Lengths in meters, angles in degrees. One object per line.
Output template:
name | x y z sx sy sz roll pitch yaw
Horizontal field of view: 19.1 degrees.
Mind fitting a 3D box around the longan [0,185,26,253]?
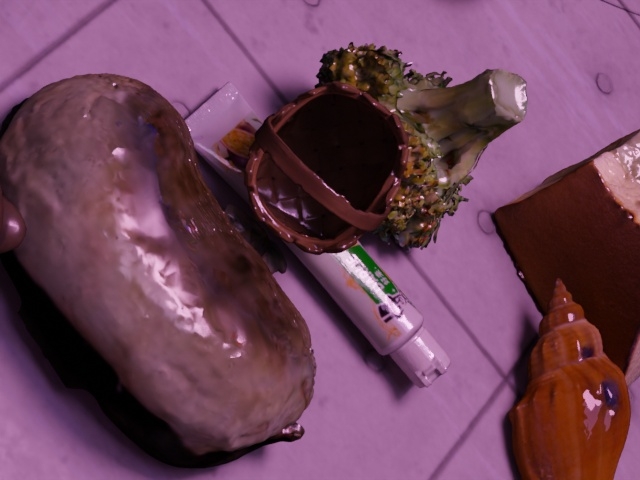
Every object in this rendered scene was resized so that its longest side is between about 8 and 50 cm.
longan | -0.299 -0.038 1.353 0.204 0.159 0.185 25 47 -37

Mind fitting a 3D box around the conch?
conch | 0.241 0.194 1.735 0.109 0.093 0.330 7 66 -39

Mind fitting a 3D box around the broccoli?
broccoli | 0.097 -0.106 1.686 0.219 0.194 0.194 39 50 -30

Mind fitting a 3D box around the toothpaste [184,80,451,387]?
toothpaste | 0.000 0.000 1.661 0.314 0.056 0.058 49 8 -6

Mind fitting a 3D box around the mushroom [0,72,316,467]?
mushroom | -0.118 0.015 1.498 0.247 0.130 0.344 -22 85 -41

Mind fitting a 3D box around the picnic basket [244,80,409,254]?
picnic basket | 0.004 -0.059 1.537 0.128 0.138 0.178 37 8 2

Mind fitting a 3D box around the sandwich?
sandwich | 0.295 0.023 1.799 0.108 0.186 0.220 -29 91 -41
